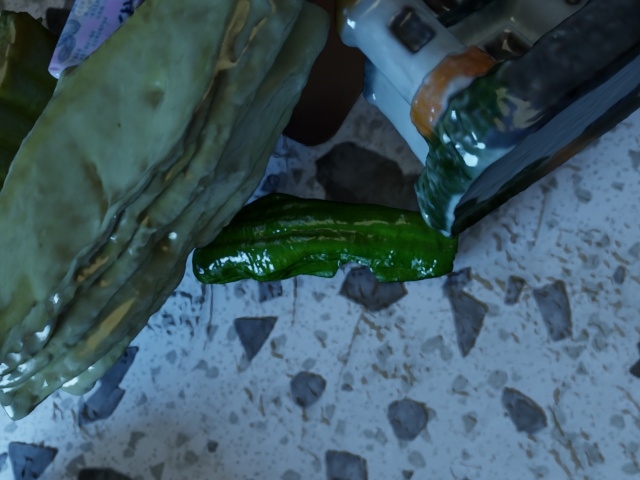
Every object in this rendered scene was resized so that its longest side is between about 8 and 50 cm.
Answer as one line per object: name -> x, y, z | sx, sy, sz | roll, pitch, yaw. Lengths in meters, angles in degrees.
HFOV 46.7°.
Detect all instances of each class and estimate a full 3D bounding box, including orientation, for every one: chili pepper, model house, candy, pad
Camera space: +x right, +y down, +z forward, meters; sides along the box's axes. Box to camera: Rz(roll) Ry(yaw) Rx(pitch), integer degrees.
chili pepper -> 0.000, 0.001, 0.679 | 0.253, 0.099, 0.083 | 0, 71, 13
model house -> 0.126, -0.194, 0.612 | 0.271, 0.190, 0.301 | -34, 68, -13
candy -> -0.204, -0.219, 0.765 | 0.073, 0.092, 0.160 | 19, 84, 10
pad -> -0.062, -0.226, 0.782 | 0.267, 0.004, 0.181 | 31, 89, 16

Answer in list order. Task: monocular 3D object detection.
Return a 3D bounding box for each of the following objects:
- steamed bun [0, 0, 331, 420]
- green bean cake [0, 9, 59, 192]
steamed bun -> -0.157, -0.066, 0.659 | 0.247, 0.189, 0.428 | 41, 102, 31
green bean cake -> -0.400, -0.149, 0.787 | 0.236, 0.124, 0.233 | 21, 87, 16
